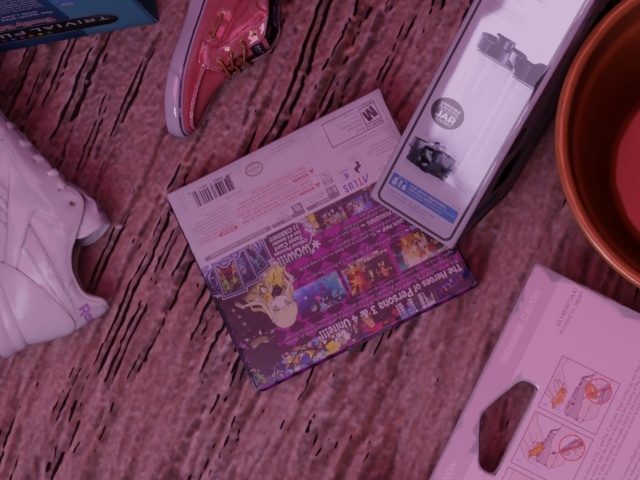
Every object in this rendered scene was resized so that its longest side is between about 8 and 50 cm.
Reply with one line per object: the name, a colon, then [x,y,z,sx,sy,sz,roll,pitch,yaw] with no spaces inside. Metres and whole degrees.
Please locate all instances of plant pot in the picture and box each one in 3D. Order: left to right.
plant pot: [0.348,-0.072,1.286,0.290,0.203,0.291,-1,83,9]

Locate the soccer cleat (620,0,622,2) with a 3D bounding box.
soccer cleat: [0.309,-0.232,1.366,0.331,0.116,0.143,1,93,14]

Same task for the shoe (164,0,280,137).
shoe: [-0.091,-0.180,1.434,0.081,0.063,0.178,11,81,15]

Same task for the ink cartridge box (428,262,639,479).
ink cartridge box: [0.247,0.206,1.339,0.261,0.066,0.296,26,87,11]

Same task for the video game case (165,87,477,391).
video game case: [0.000,0.000,1.411,0.232,0.042,0.210,-27,80,5]

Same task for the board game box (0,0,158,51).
board game box: [-0.313,-0.251,1.337,0.253,0.336,0.079,-9,82,7]

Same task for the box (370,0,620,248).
box: [0.167,-0.151,1.279,0.087,0.169,0.290,33,119,11]

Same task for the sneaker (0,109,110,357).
sneaker: [-0.289,-0.048,1.440,0.152,0.114,0.305,-15,87,-5]
